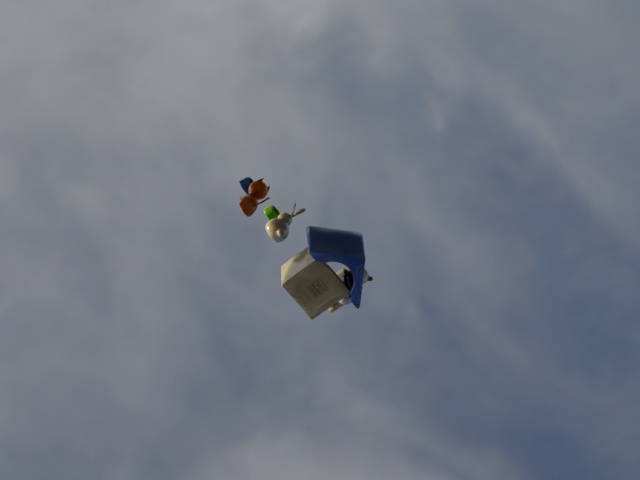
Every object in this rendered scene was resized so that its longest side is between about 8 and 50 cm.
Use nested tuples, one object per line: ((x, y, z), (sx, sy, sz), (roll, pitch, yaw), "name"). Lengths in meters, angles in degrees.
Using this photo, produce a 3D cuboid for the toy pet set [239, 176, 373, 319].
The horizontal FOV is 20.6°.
((0.000, 0.000, 1.350), (0.122, 0.065, 0.114), (49, -165, -21), "toy pet set")
